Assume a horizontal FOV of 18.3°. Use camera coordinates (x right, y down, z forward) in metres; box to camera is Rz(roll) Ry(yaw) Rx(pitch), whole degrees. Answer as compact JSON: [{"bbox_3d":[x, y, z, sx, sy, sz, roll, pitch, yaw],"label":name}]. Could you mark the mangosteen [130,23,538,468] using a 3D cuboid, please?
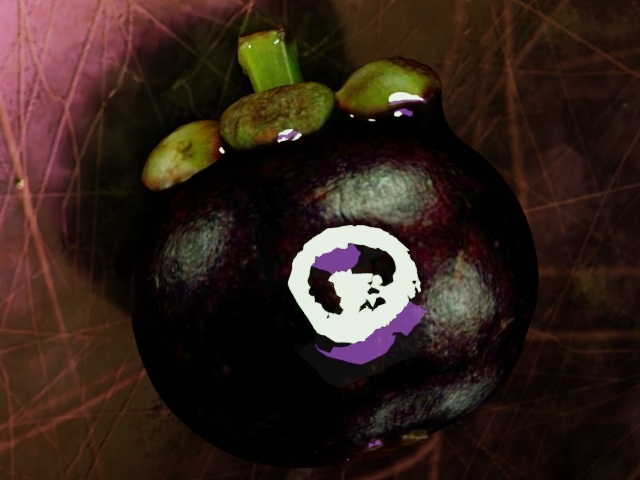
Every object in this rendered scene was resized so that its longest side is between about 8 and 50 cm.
[{"bbox_3d":[0.000,0.000,1.340,0.275,0.275,0.302,-13,80,-17],"label":"mangosteen"}]
